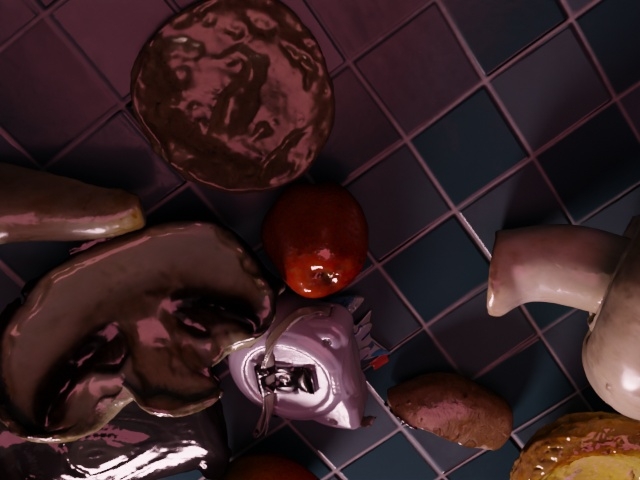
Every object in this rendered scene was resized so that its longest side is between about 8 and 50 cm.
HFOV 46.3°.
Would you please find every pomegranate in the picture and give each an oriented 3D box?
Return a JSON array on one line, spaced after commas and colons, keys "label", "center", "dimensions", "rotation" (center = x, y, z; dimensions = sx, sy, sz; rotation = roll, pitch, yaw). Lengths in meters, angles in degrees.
[{"label": "pomegranate", "center": [-0.090, 0.403, 1.046], "dimensions": [0.235, 0.210, 0.210], "rotation": [6, 113, -11]}]

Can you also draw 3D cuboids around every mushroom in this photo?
[{"label": "mushroom", "center": [0.202, 0.246, 1.090], "dimensions": [0.209, 0.072, 0.094], "rotation": [26, 99, -17]}, {"label": "mushroom", "center": [-0.372, -0.041, 0.861], "dimensions": [0.333, 0.107, 0.087], "rotation": [-5, 152, -6]}, {"label": "mushroom", "center": [-0.215, 0.111, 0.897], "dimensions": [0.344, 0.130, 0.247], "rotation": [-36, 77, -8]}, {"label": "mushroom", "center": [0.411, 0.088, 0.929], "dimensions": [0.356, 0.315, 0.315], "rotation": [-21, 115, -7]}]

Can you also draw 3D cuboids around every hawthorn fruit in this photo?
[{"label": "hawthorn fruit", "center": [0.000, 0.000, 0.907], "dimensions": [0.132, 0.138, 0.133], "rotation": [-7, 145, -5]}]

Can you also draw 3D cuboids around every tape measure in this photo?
[{"label": "tape measure", "center": [-0.034, 0.165, 0.978], "dimensions": [0.178, 0.105, 0.196], "rotation": [-5, 123, 21]}]

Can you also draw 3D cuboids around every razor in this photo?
[{"label": "razor", "center": [-0.298, 0.257, 1.001], "dimensions": [0.348, 0.113, 0.205], "rotation": [-13, 115, -4]}]

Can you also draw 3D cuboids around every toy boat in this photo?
[{"label": "toy boat", "center": [0.031, 0.136, 1.046], "dimensions": [0.105, 0.034, 0.149], "rotation": [-25, 128, 1]}]

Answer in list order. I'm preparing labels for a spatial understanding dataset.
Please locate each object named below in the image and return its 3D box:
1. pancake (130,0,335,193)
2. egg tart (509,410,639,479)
[{"label": "pancake", "center": [-0.098, -0.171, 0.875], "dimensions": [0.241, 0.050, 0.242], "rotation": [-4, 108, -13]}, {"label": "egg tart", "center": [0.419, 0.359, 1.122], "dimensions": [0.293, 0.123, 0.294], "rotation": [5, 121, 9]}]
